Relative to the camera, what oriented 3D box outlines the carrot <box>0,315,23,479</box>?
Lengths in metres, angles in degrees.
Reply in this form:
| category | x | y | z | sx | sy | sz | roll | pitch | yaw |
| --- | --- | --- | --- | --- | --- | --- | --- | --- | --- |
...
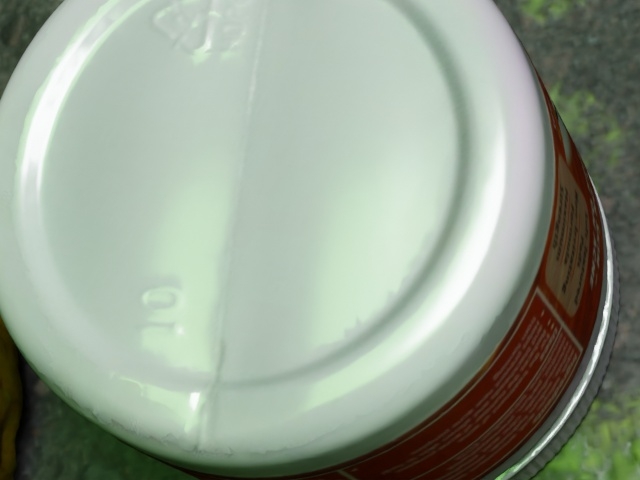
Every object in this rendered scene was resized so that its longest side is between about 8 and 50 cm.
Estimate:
| category | x | y | z | sx | sy | sz | roll | pitch | yaw |
| --- | --- | --- | --- | --- | --- | --- | --- | --- | --- |
| carrot | -0.318 | 0.078 | 0.925 | 0.241 | 0.341 | 0.241 | -2 | 85 | 30 |

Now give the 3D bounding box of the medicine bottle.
| category | x | y | z | sx | sy | sz | roll | pitch | yaw |
| --- | --- | --- | --- | --- | --- | --- | --- | --- | --- |
| medicine bottle | 0.000 | 0.000 | 0.872 | 0.252 | 0.241 | 0.252 | -5 | 72 | 15 |
